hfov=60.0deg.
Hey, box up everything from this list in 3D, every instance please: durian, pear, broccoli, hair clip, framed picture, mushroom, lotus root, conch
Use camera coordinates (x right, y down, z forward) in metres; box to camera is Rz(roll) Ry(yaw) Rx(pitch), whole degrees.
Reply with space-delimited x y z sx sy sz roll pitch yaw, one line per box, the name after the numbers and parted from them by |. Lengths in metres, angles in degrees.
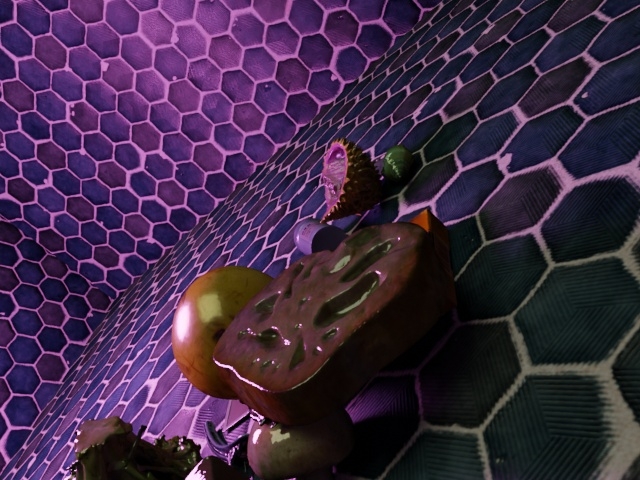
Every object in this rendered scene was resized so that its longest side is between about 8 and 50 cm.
0.090 -0.163 1.438 0.154 0.187 0.260 -46 42 34 | durian
-0.168 0.186 1.114 0.281 0.281 0.280 -40 20 18 | pear
-0.346 0.457 0.997 0.304 0.283 0.321 -20 19 -22 | broccoli
-0.194 0.403 1.098 0.275 0.048 0.083 -15 60 60 | hair clip
-0.139 0.322 1.207 0.183 0.011 0.142 -40 20 19 | framed picture
-0.029 0.302 0.828 0.166 0.166 0.127 -19 77 53 | mushroom
0.007 0.123 0.843 0.390 0.111 0.375 -27 21 19 | lotus root
0.195 -0.200 1.434 0.095 0.079 0.201 -50 5 13 | conch

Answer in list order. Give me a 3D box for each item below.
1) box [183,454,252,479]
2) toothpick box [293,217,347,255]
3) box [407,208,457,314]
-0.167 0.462 0.734 0.273 0.184 0.143 -47 15 -2 | box
0.000 0.000 1.411 0.101 0.101 0.153 -49 21 -6 | toothpick box
0.160 0.060 1.008 0.152 0.070 0.237 -37 20 27 | box
